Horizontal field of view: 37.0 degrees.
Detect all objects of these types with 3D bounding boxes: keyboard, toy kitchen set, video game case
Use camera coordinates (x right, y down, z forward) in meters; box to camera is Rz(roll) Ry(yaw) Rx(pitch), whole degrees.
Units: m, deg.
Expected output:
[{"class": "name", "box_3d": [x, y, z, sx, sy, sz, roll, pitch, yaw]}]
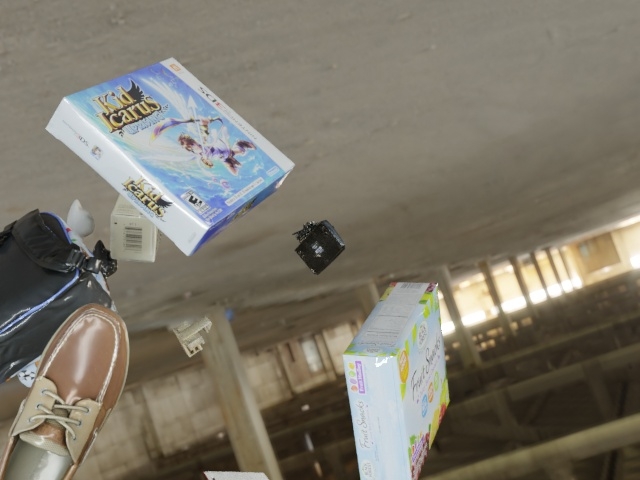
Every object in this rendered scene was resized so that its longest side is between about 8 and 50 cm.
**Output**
[{"class": "keyboard", "box_3d": [0.000, 0.000, 1.944, 0.038, 0.100, 0.192, -38, 177, -27]}, {"class": "toy kitchen set", "box_3d": [-0.249, 0.207, 1.987, 0.068, 0.075, 0.083, -33, -147, -17]}, {"class": "video game case", "box_3d": [-0.189, -0.125, 1.285, 0.061, 0.244, 0.269, -51, 176, 30]}]

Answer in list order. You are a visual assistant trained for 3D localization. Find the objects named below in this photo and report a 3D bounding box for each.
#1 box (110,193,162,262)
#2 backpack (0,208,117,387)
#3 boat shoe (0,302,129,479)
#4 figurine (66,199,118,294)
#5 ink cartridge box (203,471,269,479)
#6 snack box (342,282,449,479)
[{"class": "box", "box_3d": [-0.384, -0.066, 2.066, 0.094, 0.113, 0.275, 5, -151, -3]}, {"class": "backpack", "box_3d": [-0.469, 0.085, 1.568, 0.276, 0.263, 0.213, -30, 135, -4]}, {"class": "boat shoe", "box_3d": [-0.338, 0.240, 1.244, 0.123, 0.325, 0.116, 21, 180, -10]}, {"class": "figurine", "box_3d": [-0.498, 0.049, 2.005, 0.092, 0.210, 0.215, -2, 137, 14]}, {"class": "ink cartridge box", "box_3d": [-0.130, 0.401, 1.539, 0.115, 0.029, 0.063, 11, -163, -33]}, {"class": "snack box", "box_3d": [0.096, 0.167, 1.146, 0.070, 0.175, 0.207, -1, -161, 19]}]
